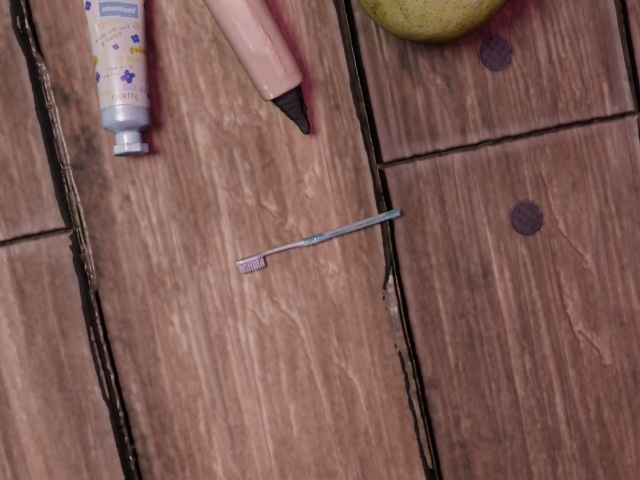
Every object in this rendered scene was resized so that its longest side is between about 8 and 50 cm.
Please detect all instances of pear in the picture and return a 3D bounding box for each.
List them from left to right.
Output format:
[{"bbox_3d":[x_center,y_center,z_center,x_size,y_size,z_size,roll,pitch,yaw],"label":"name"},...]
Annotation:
[{"bbox_3d":[0.101,-0.256,0.622,0.167,0.136,0.167,-1,96,-11],"label":"pear"}]

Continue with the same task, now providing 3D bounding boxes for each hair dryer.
[{"bbox_3d":[-0.085,-0.236,0.587,0.106,0.189,0.344,-34,112,-6],"label":"hair dryer"}]

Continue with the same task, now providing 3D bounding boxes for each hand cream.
[{"bbox_3d":[-0.177,-0.160,0.629,0.064,0.043,0.171,-6,89,-14],"label":"hand cream"}]

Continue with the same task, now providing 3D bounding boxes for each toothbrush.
[{"bbox_3d":[0.000,0.000,0.679,0.167,0.011,0.014,-18,100,-8],"label":"toothbrush"}]
